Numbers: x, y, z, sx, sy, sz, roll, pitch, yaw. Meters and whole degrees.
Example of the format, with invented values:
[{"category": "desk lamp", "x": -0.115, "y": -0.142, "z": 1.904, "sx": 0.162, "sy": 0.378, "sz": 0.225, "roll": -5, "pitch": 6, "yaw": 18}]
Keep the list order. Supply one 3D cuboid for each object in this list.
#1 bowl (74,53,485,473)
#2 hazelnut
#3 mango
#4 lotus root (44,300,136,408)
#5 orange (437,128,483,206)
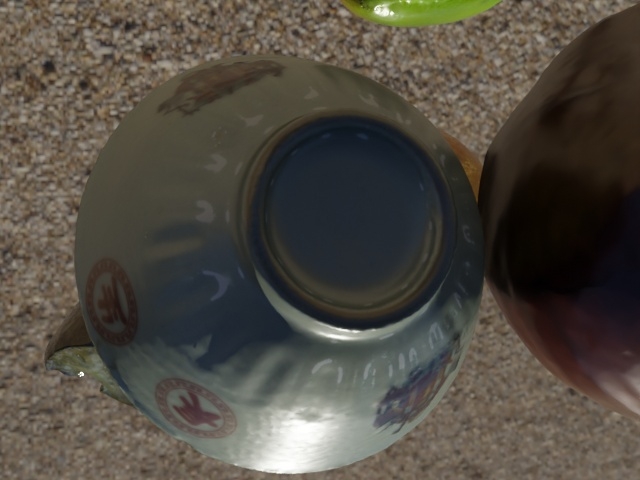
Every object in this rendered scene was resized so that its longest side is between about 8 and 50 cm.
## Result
[{"category": "bowl", "x": 0.000, "y": 0.000, "z": 0.680, "sx": 0.337, "sy": 0.337, "sz": 0.157, "roll": 0, "pitch": 170, "yaw": -18}, {"category": "hazelnut", "x": 0.326, "y": -0.018, "z": 0.824, "sx": 0.402, "sy": 0.429, "sz": 0.402, "roll": 1, "pitch": 121, "yaw": 1}, {"category": "mango", "x": 0.106, "y": -0.266, "z": 0.893, "sx": 0.232, "sy": 0.125, "sz": 0.111, "roll": -23, "pitch": 175, "yaw": -30}, {"category": "lotus root", "x": -0.146, "y": 0.062, "z": 1.063, "sx": 0.210, "sy": 0.314, "sz": 0.142, "roll": 34, "pitch": 130, "yaw": 10}, {"category": "orange", "x": 0.107, "y": -0.033, "z": 1.124, "sx": 0.193, "sy": 0.219, "sz": 0.219, "roll": -23, "pitch": 148, "yaw": -21}]
